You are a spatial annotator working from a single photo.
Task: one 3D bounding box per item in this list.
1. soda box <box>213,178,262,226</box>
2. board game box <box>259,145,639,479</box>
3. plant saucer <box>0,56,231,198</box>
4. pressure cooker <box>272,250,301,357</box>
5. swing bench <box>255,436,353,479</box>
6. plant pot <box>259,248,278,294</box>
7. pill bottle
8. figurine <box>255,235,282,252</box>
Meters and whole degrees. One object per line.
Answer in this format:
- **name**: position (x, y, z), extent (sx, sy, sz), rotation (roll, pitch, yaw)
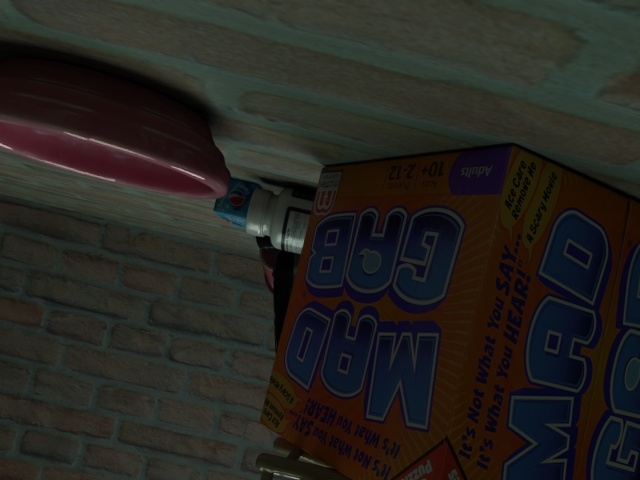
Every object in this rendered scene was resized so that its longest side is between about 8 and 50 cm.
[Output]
- **soda box**: position (-0.141, -0.062, 1.326), extent (0.071, 0.067, 0.210), rotation (12, 174, 5)
- **board game box**: position (0.194, 0.120, 0.863), extent (0.356, 0.357, 0.356), rotation (18, 173, -30)
- **plant saucer**: position (-0.264, -0.131, 0.838), extent (0.332, 0.084, 0.332), rotation (14, 175, 1)
- **pressure cooker**: position (0.127, 0.171, 1.395), extent (0.420, 0.376, 0.370), rotation (-4, -174, 2)
- **swing bench**: position (0.029, 0.387, 0.790), extent (0.254, 0.253, 0.165), rotation (14, 173, 6)
- **plant pot**: position (-0.069, 0.058, 1.827), extent (0.201, 0.201, 0.180), rotation (11, 159, 23)
- **pill bottle**: position (-0.021, -0.029, 1.168), extent (0.193, 0.108, 0.108), rotation (13, 175, 5)
- **figurine**: position (0.000, 0.000, 1.570), extent (0.209, 0.092, 0.215), rotation (4, 171, 34)
